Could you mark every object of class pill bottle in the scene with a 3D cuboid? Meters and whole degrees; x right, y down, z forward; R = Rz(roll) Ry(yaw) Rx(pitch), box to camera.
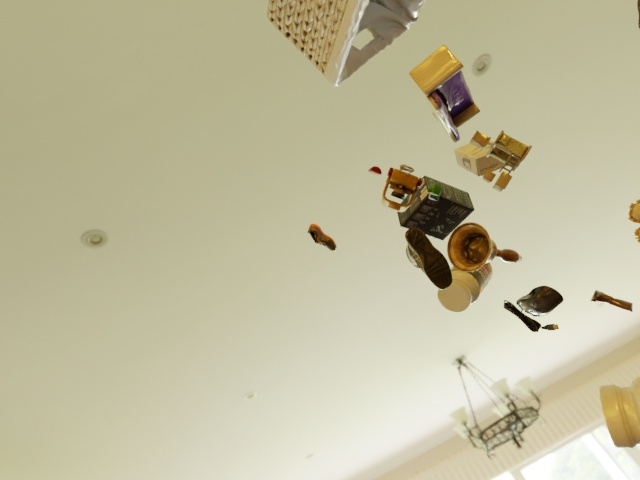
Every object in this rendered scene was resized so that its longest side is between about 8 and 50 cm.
[{"bbox_3d":[0.598,0.174,1.859,0.278,0.162,0.162,-34,-26,-48],"label":"pill bottle"},{"bbox_3d":[0.980,0.464,1.205,0.363,0.210,0.210,-18,-31,32],"label":"pill bottle"}]

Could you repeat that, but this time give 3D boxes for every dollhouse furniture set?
[{"bbox_3d":[0.573,-0.280,1.497,0.160,0.182,0.101,-54,-12,-14],"label":"dollhouse furniture set"}]

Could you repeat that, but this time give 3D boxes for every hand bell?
[{"bbox_3d":[0.463,0.031,1.189,0.242,0.126,0.126,9,-53,-36],"label":"hand bell"}]

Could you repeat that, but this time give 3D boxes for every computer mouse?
[{"bbox_3d":[0.779,0.261,1.589,0.060,0.184,0.262,-49,-4,-26],"label":"computer mouse"}]

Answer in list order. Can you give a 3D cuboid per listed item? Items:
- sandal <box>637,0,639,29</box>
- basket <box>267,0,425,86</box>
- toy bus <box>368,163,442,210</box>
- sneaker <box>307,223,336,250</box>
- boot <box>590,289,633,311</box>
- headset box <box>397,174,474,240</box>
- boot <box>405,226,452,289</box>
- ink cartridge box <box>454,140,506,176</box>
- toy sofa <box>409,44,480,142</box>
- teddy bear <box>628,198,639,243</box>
[{"bbox_3d":[1.253,-0.889,1.707,0.049,0.072,0.180,-51,-45,-19],"label":"sandal"},{"bbox_3d":[0.081,-0.608,1.034,0.328,0.266,0.331,-44,-6,-19],"label":"basket"},{"bbox_3d":[0.229,-0.139,1.302,0.202,0.191,0.104,22,-92,-37],"label":"toy bus"},{"bbox_3d":[0.000,0.000,1.930,0.158,0.064,0.061,43,-39,-12],"label":"sneaker"},{"bbox_3d":[0.919,0.195,1.408,0.106,0.114,0.037,-13,-57,-49],"label":"boot"},{"bbox_3d":[0.559,-0.148,2.166,0.283,0.131,0.246,17,-45,-20],"label":"headset box"},{"bbox_3d":[0.376,0.077,1.583,0.085,0.236,0.178,-30,-18,-1],"label":"boot"},{"bbox_3d":[0.726,-0.378,2.020,0.155,0.212,0.093,-22,-63,0],"label":"ink cartridge box"},{"bbox_3d":[0.469,-0.510,1.611,0.150,0.177,0.363,-36,-25,18],"label":"toy sofa"},{"bbox_3d":[1.192,-0.071,1.446,0.338,0.245,0.113,-25,-34,12],"label":"teddy bear"}]
